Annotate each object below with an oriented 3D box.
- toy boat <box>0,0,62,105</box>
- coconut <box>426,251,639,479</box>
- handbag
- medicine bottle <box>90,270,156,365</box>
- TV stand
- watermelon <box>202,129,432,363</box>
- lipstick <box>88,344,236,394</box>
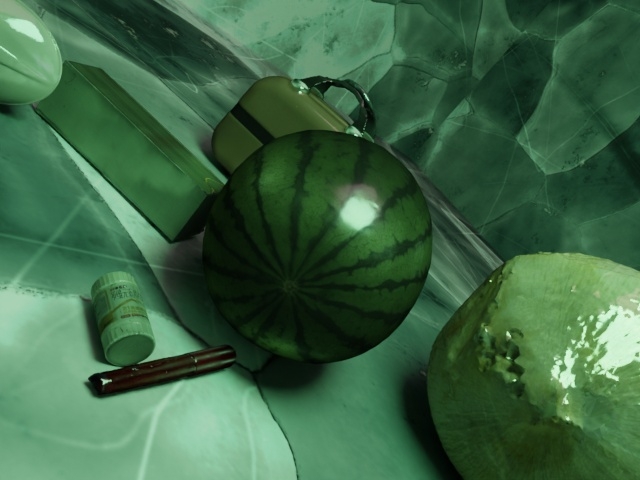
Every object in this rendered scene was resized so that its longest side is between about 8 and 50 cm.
[{"bbox_3d":[-0.447,-0.270,0.731,0.269,0.141,0.140,33,19,-31],"label":"toy boat"},{"bbox_3d":[0.335,0.202,0.820,0.405,0.404,0.404,37,18,-14],"label":"coconut"},{"bbox_3d":[-0.023,-0.177,1.123,0.302,0.283,0.149,45,16,12],"label":"handbag"},{"bbox_3d":[-0.188,0.073,0.576,0.047,0.047,0.083,24,25,-44],"label":"medicine bottle"},{"bbox_3d":[-0.254,-0.122,0.833,0.269,0.088,0.083,44,17,8],"label":"TV stand"},{"bbox_3d":[0.000,0.000,0.765,0.279,0.279,0.359,39,19,-8],"label":"watermelon"},{"bbox_3d":[-0.145,0.123,0.584,0.027,0.027,0.176,48,20,22],"label":"lipstick"}]
